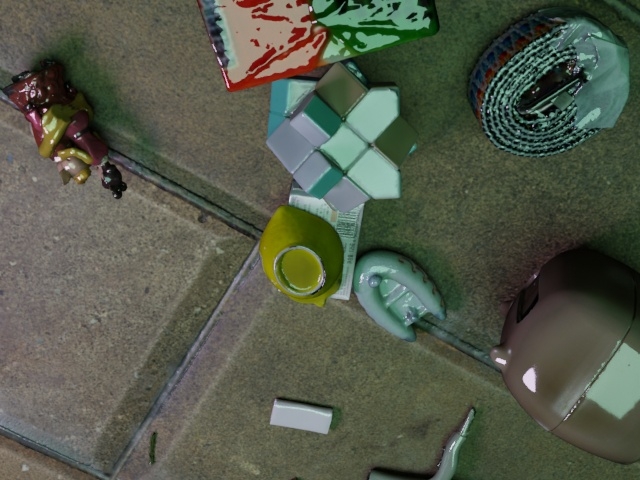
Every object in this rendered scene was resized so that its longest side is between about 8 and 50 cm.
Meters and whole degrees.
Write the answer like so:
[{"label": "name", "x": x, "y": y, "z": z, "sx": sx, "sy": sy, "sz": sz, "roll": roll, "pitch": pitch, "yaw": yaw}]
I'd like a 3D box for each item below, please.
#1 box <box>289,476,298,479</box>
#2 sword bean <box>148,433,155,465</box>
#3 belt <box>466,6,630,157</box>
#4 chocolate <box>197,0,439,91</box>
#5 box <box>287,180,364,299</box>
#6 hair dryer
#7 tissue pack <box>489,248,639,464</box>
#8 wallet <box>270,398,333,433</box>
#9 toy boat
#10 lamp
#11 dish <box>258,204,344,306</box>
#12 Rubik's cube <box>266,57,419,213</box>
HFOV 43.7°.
[{"label": "box", "x": -0.086, "y": 0.575, "z": 1.728, "sx": 0.133, "sy": 0.023, "sz": 0.090, "roll": -28, "pitch": 109, "yaw": 11}, {"label": "sword bean", "x": -0.355, "y": 0.437, "z": 1.673, "sx": 0.012, "sy": 0.012, "sz": 0.083, "roll": 7, "pitch": 115, "yaw": -3}, {"label": "belt", "x": 0.371, "y": -0.254, "z": 1.288, "sx": 0.257, "sy": 0.150, "sz": 0.207, "roll": -32, "pitch": 119, "yaw": 15}, {"label": "chocolate", "x": -0.029, "y": -0.448, "z": 1.196, "sx": 0.341, "sy": 0.161, "sz": 0.360, "roll": -15, "pitch": 112, "yaw": 7}, {"label": "box", "x": 0.000, "y": 0.000, "z": 1.440, "sx": 0.135, "sy": 0.081, "sz": 0.199, "roll": 8, "pitch": 112, "yaw": -3}, {"label": "hair dryer", "x": 0.207, "y": 0.465, "z": 1.664, "sx": 0.229, "sy": 0.092, "sz": 0.267, "roll": 0, "pitch": 100, "yaw": 6}, {"label": "tissue pack", "x": 0.453, "y": 0.168, "z": 1.350, "sx": 0.276, "sy": 0.387, "sz": 0.267, "roll": 34, "pitch": 111, "yaw": 5}, {"label": "wallet", "x": -0.039, "y": 0.360, "z": 1.630, "sx": 0.122, "sy": 0.025, "sz": 0.061, "roll": 11, "pitch": 112, "yaw": -5}, {"label": "toy boat", "x": 0.143, "y": 0.105, "z": 1.488, "sx": 0.134, "sy": 0.079, "sz": 0.208, "roll": -35, "pitch": 112, "yaw": 17}, {"label": "lamp", "x": -0.426, "y": -0.175, "z": 1.346, "sx": 0.118, "sy": 0.118, "sz": 0.253, "roll": -25, "pitch": 111, "yaw": 11}, {"label": "dish", "x": -0.033, "y": 0.043, "z": 1.376, "sx": 0.148, "sy": 0.080, "sz": 0.208, "roll": -20, "pitch": 111, "yaw": 11}, {"label": "Rubik's cube", "x": 0.034, "y": -0.179, "z": 1.280, "sx": 0.224, "sy": 0.213, "sz": 0.265, "roll": -39, "pitch": 104, "yaw": 12}]
